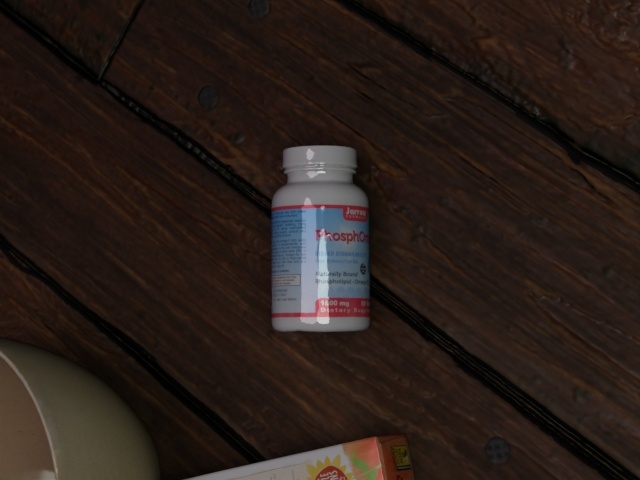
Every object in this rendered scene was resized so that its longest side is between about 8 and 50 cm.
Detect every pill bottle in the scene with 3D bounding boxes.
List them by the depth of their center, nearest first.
[{"bbox_3d":[0.000,0.000,1.240,0.087,0.087,0.160,-2,87,29],"label":"pill bottle"}]

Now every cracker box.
[{"bbox_3d":[-0.023,0.269,1.248,0.232,0.067,0.156,-16,78,26],"label":"cracker box"}]

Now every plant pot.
[{"bbox_3d":[-0.258,0.223,1.297,0.284,0.191,0.284,-2,88,40],"label":"plant pot"}]
